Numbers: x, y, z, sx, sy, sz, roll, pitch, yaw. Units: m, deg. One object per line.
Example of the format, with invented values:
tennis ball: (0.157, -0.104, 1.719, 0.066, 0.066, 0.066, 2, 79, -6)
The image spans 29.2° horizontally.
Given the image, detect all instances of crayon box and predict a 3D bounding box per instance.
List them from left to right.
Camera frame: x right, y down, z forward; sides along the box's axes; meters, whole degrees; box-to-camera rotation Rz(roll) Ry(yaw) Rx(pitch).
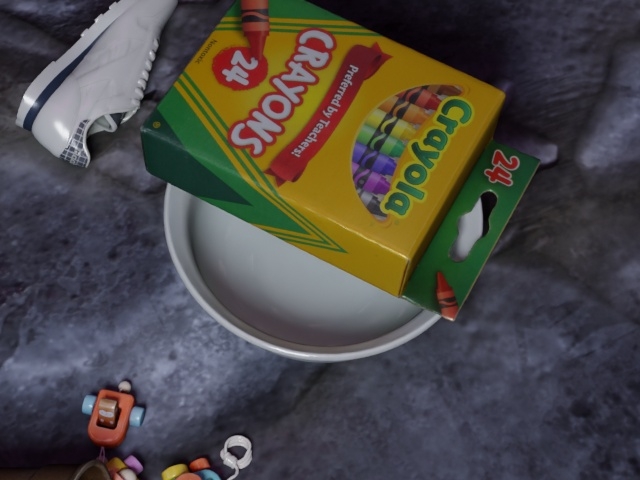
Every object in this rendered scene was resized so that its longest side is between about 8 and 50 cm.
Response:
crayon box: (0.025, -0.088, 1.109, 0.318, 0.081, 0.202, 26, 63, 10)

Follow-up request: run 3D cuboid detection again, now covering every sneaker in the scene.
sneaker: (-0.218, -0.180, 1.306, 0.095, 0.090, 0.235, 37, 69, 2)

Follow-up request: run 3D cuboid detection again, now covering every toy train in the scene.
toy train: (-0.151, 0.194, 1.119, 0.166, 0.046, 0.125, 16, 63, 7)

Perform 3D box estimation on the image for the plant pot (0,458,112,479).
plant pot: (-0.275, 0.257, 1.022, 0.165, 0.167, 0.167, 5, 61, 8)

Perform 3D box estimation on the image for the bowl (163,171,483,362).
bowl: (0.000, 0.000, 1.181, 0.298, 0.134, 0.298, 1, 62, -3)
